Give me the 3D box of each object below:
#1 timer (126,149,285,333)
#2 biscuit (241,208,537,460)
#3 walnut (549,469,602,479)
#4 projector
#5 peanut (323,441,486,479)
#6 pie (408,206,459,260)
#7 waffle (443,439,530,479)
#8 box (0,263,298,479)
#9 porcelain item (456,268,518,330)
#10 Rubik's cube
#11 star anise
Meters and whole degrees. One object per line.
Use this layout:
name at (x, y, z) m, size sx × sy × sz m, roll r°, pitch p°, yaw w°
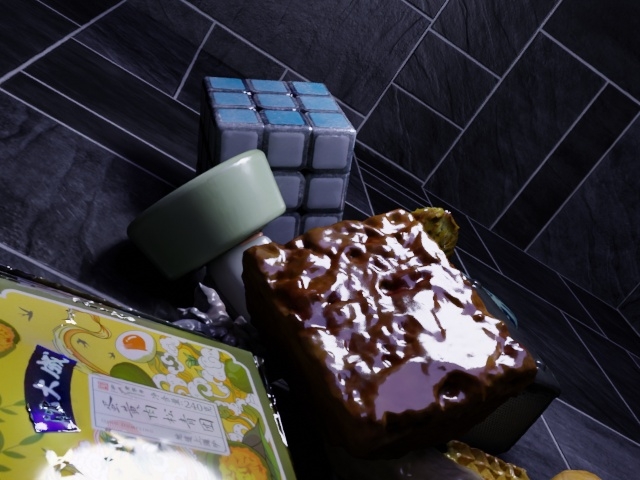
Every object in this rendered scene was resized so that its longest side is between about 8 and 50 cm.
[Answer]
timer at (-0.151, 0.034, 1.347) m, size 0.315 × 0.290 × 0.291 m, roll 57°, pitch 19°, yaw -3°
biscuit at (0.091, 0.144, 1.165) m, size 0.342 × 0.166 × 0.395 m, roll -12°, pitch 49°, yaw -27°
walnut at (0.495, 0.525, 1.367) m, size 0.159 × 0.159 × 0.207 m, roll 31°, pitch 17°, yaw -12°
projector at (0.230, 0.214, 1.524) m, size 0.405 × 0.242 × 0.395 m, roll 22°, pitch 24°, yaw -32°
peanut at (0.144, 0.379, 1.147) m, size 0.313 × 0.149 × 0.149 m, roll 37°, pitch 19°, yaw 16°
pie at (0.186, 0.052, 1.720) m, size 0.288 × 0.355 × 0.103 m, roll -2°, pitch 43°, yaw -29°
waffle at (0.321, 0.480, 1.325) m, size 0.229 × 0.057 × 0.219 m, roll 27°, pitch 21°, yaw -22°
box at (-0.230, 0.238, 0.840) m, size 0.420 × 0.138 × 0.373 m, roll 23°, pitch 23°, yaw -30°
porcelain item at (0.385, 0.207, 1.944) m, size 0.281 × 0.157 × 0.286 m, roll 38°, pitch 19°, yaw 3°
Rubik's cube at (-0.114, -0.175, 1.644) m, size 0.305 × 0.304 × 0.301 m, roll -3°, pitch 32°, yaw -16°
star anise at (-0.159, 0.169, 1.195) m, size 0.229 × 0.093 × 0.236 m, roll 18°, pitch 29°, yaw -41°
